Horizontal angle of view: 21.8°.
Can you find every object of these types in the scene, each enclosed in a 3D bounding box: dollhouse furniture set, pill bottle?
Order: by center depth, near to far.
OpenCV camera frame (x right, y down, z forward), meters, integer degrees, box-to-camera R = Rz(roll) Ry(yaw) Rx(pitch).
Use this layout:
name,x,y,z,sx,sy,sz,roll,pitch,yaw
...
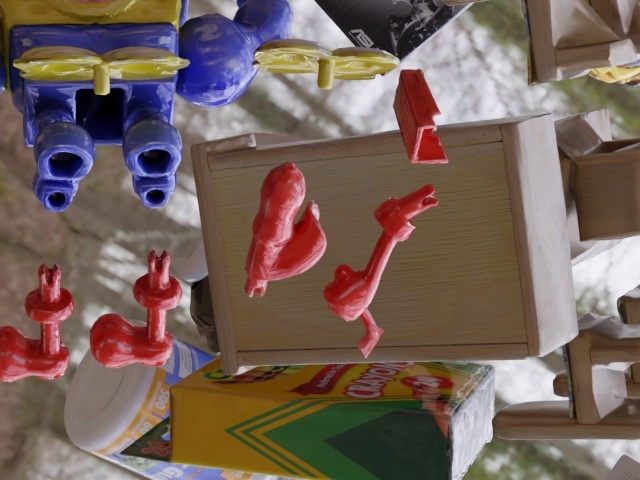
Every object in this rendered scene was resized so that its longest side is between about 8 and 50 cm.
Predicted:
name,x,y,z,sx,sy,sz,roll,pitch,yaw
dollhouse furniture set,0.122,-0.022,1.291,0.256,0.394,0.362,-3,-82,31
pill bottle,-0.132,0.205,1.829,0.152,0.272,0.152,-36,-142,35

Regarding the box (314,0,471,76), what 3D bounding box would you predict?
name,x,y,z,sx,sy,sz,roll,pitch,yaw
box,0.066,-0.330,1.890,0.183,0.231,0.056,-38,-171,28

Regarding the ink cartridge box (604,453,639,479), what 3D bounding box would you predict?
name,x,y,z,sx,sy,sz,roll,pitch,yaw
ink cartridge box,0.330,0.323,1.543,0.160,0.092,0.219,-54,-142,-4

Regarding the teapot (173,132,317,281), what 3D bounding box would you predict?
name,x,y,z,sx,sy,sz,roll,pitch,yaw
teapot,0.000,0.000,1.781,0.256,0.253,0.187,176,-73,-72

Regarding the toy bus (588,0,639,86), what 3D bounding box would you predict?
name,x,y,z,sx,sy,sz,roll,pitch,yaw
toy bus,0.376,-0.228,1.777,0.220,0.211,0.149,-40,-142,3

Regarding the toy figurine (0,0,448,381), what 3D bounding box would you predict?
name,x,y,z,sx,sy,sz,roll,pitch,yaw
toy figurine,-0.140,-0.074,0.799,0.217,0.363,0.191,-103,-166,-47

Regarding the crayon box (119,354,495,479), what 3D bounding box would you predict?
name,x,y,z,sx,sy,sz,roll,pitch,yaw
crayon box,-0.009,0.162,1.583,0.202,0.319,0.081,-31,124,-71

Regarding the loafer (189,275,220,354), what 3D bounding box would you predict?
name,x,y,z,sx,sy,sz,roll,pitch,yaw
loafer,-0.118,0.078,1.936,0.080,0.078,0.220,-30,-170,-16
